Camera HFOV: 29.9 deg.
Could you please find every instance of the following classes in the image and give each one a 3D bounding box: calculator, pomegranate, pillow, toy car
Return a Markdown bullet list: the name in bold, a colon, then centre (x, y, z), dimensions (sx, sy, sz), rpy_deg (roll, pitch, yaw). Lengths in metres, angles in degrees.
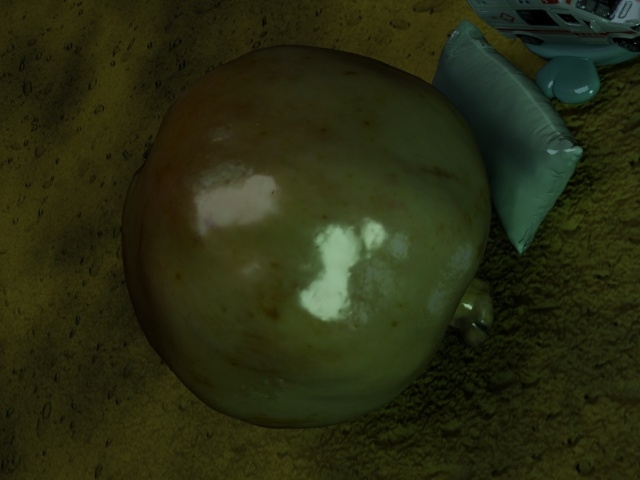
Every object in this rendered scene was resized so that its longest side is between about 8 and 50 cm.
- **calculator**: centre (0.305, -0.280, 1.281), dimensions (0.185, 0.041, 0.298), rpy_deg (10, 77, 47)
- **pomegranate**: centre (0.000, 0.000, 1.221), dimensions (0.411, 0.411, 0.411), rpy_deg (-22, 56, 37)
- **pillow**: centre (0.189, -0.113, 1.287), dimensions (0.254, 0.078, 0.144), rpy_deg (59, 136, 42)
- **toy car**: centre (0.250, -0.253, 1.209), dimensions (0.210, 0.108, 0.089), rpy_deg (15, 82, 47)
